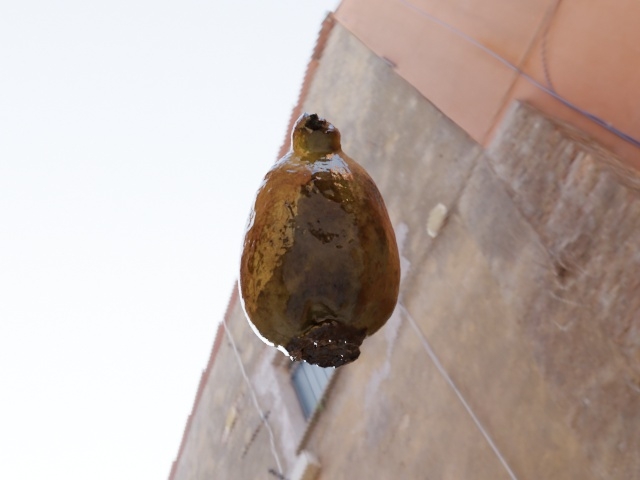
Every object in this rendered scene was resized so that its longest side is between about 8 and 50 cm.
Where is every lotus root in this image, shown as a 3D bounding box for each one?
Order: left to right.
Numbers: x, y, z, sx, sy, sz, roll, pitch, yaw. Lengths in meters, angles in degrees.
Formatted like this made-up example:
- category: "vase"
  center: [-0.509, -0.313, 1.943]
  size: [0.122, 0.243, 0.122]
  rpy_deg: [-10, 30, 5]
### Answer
- category: "lotus root"
  center: [0.000, 0.000, 0.946]
  size: [0.138, 0.138, 0.214]
  rpy_deg: [6, -103, -14]
